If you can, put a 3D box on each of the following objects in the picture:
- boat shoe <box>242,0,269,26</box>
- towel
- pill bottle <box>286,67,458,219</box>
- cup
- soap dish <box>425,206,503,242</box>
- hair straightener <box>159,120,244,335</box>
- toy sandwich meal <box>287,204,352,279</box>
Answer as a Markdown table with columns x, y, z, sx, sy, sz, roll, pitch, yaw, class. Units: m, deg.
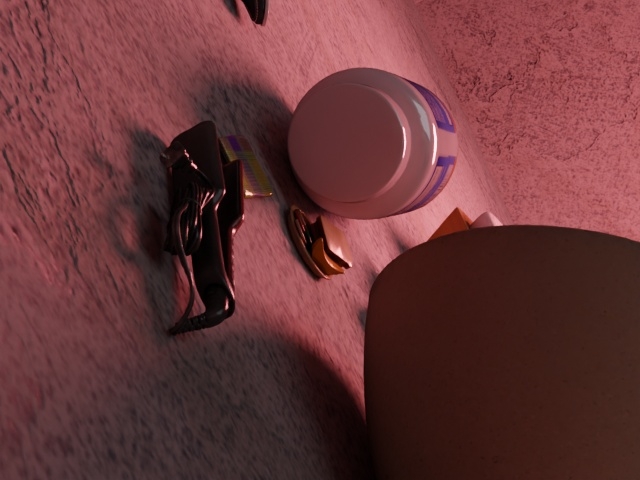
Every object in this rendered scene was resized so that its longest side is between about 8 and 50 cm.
| x | y | z | sx | sy | sz | roll | pitch | yaw | class |
| --- | --- | --- | --- | --- | --- | --- | --- | --- | --- |
| -0.083 | -0.285 | 1.441 | 0.046 | 0.038 | 0.125 | 120 | -37 | -53 | boat shoe |
| -0.065 | -0.063 | 1.129 | 0.060 | 0.009 | 0.083 | 64 | 14 | 1 | towel |
| 0.052 | -0.098 | 1.342 | 0.152 | 0.152 | 0.272 | 64 | 13 | 4 | pill bottle |
| 0.174 | 0.177 | 1.023 | 0.331 | 0.331 | 0.236 | 51 | 44 | -42 | cup |
| 0.244 | 0.101 | 1.776 | 0.291 | 0.118 | 0.228 | 35 | 30 | -63 | soap dish |
| -0.092 | -0.019 | 0.888 | 0.089 | 0.047 | 0.230 | 56 | 19 | -29 | hair straightener |
| 0.000 | 0.000 | 1.214 | 0.085 | 0.029 | 0.085 | 58 | 14 | -23 | toy sandwich meal |
